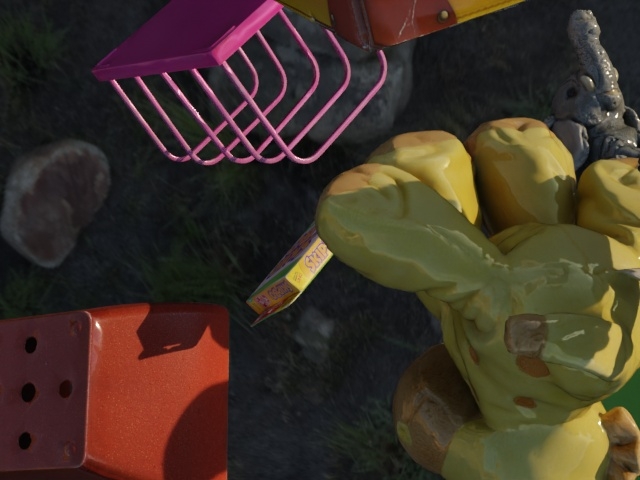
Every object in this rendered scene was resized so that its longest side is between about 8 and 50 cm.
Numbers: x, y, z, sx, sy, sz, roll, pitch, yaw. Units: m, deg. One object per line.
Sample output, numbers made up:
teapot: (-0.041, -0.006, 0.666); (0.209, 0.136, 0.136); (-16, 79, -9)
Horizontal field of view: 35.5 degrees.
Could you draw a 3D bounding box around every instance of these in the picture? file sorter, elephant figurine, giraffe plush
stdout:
file sorter: (-0.096, -0.208, 1.226); (0.202, 0.290, 0.182); (-49, 120, -24)
elephant figurine: (0.363, -0.143, 1.317); (0.186, 0.169, 0.239); (-41, 63, 12)
giraffe plush: (0.097, 0.059, 0.480); (0.181, 0.171, 0.210); (-13, 35, -27)

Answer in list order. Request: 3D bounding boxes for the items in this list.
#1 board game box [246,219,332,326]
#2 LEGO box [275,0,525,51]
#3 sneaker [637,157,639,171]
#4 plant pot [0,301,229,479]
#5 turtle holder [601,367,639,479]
board game box: (0.000, 0.000, 1.268); (0.039, 0.124, 0.259); (42, 59, -9)
LEGO box: (0.002, -0.422, 0.695); (0.193, 0.372, 0.500); (-20, 116, -10)
sneaker: (0.180, -0.007, 0.327); (0.108, 0.271, 0.100); (44, 115, -8)
plant pot: (-0.290, 0.203, 1.262); (0.267, 0.235, 0.267); (-8, 73, 24)
turtle holder: (0.284, 0.117, 0.857); (0.320, 0.243, 0.227); (13, 40, 31)
